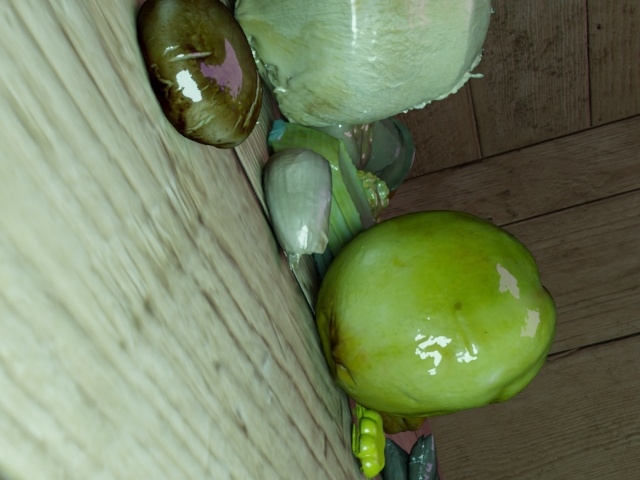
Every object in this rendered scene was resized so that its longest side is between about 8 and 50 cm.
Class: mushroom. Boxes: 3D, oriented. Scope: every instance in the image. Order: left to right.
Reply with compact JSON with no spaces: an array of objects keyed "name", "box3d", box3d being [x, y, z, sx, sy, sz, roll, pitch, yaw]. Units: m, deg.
[{"name":"mushroom","box3d":[-0.090,-0.138,0.686,0.170,0.080,0.135,48,37,-68]}]

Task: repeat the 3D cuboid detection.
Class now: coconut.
[{"name":"coconut","box3d":[0.039,-0.330,1.161,0.346,0.361,0.346,169,-90,-68]}]

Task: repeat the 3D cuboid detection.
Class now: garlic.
[{"name":"garlic","box3d":[-0.026,-0.056,1.000,0.195,0.087,0.101,-100,-176,-55]}]

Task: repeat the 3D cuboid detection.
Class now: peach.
[{"name":"peach","box3d":[0.152,0.098,1.103,0.314,0.316,0.281,118,-45,-78]}]

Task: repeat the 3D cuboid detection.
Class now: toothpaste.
[{"name":"toothpaste","box3d":[0.000,0.000,1.256,0.067,0.037,0.255,33,40,-76]}]

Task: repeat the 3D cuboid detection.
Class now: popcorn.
[{"name":"popcorn","box3d":[0.044,-0.057,1.357,0.136,0.141,0.162,11,32,-37]}]

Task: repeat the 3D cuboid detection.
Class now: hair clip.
[{"name":"hair clip","box3d":[0.067,0.264,1.161,0.173,0.046,0.072,-93,162,-53]}]

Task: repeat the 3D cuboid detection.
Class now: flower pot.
[{"name":"flower pot","box3d":[0.067,-0.208,1.657,0.202,0.213,0.212,41,32,-59]}]

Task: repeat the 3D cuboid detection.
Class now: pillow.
[{"name":"pillow","box3d":[0.181,0.504,1.324,0.228,0.101,0.326,67,12,-51]}]

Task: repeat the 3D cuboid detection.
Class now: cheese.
[{"name":"cheese","box3d":[0.030,-0.225,1.449,0.235,0.117,0.217,75,27,-50]}]

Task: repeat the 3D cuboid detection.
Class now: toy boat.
[{"name":"toy boat","box3d":[0.021,-0.063,1.192,0.111,0.084,0.276,-89,154,-54]}]

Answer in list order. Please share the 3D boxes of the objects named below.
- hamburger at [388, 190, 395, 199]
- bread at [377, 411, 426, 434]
[{"name":"hamburger","box3d":[0.127,-0.163,2.134,0.283,0.157,0.143,43,32,-73]},{"name":"bread","box3d":[0.108,0.176,1.419,0.185,0.109,0.380,-95,168,-46]}]
